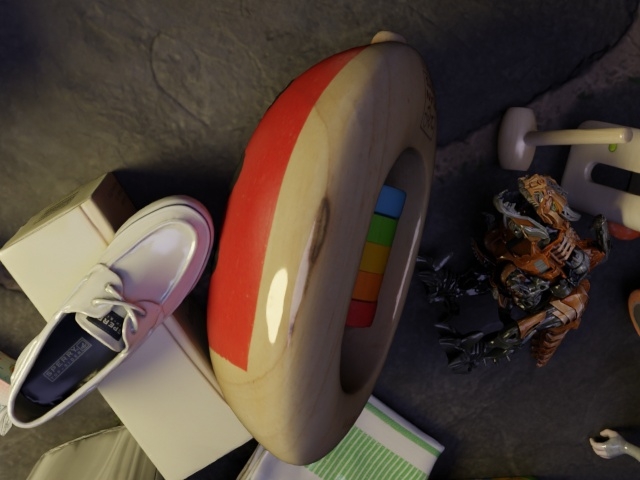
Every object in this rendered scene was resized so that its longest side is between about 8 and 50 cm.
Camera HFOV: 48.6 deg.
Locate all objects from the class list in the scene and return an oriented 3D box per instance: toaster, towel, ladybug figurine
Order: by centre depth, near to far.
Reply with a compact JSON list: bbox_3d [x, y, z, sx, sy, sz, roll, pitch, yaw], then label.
[{"bbox_3d":[0.000,0.000,0.742,0.161,0.305,0.450,15,88,22],"label":"ladybug figurine"},{"bbox_3d":[-0.267,0.312,0.829,0.226,0.146,0.129,-19,111,8],"label":"toaster"},{"bbox_3d":[-0.002,0.344,0.887,0.248,0.038,0.325,37,72,-18],"label":"towel"}]

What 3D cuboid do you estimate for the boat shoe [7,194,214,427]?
[{"bbox_3d":[-0.189,0.071,0.654,0.095,0.084,0.258,37,96,-17],"label":"boat shoe"}]

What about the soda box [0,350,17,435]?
[{"bbox_3d":[-0.420,0.145,0.817,0.183,0.058,0.063,37,97,-16],"label":"soda box"}]

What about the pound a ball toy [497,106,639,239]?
[{"bbox_3d":[0.358,-0.050,0.774,0.208,0.319,0.136,3,105,-26],"label":"pound a ball toy"}]

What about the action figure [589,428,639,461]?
[{"bbox_3d":[0.548,0.288,0.913,0.370,0.276,0.248,29,106,-29],"label":"action figure"}]

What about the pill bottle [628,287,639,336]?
[{"bbox_3d":[0.527,0.064,0.906,0.245,0.130,0.131,-20,108,-4],"label":"pill bottle"}]

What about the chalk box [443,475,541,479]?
[{"bbox_3d":[0.261,0.398,0.943,0.213,0.132,0.132,-1,88,-10],"label":"chalk box"}]

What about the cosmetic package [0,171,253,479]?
[{"bbox_3d":[-0.200,0.092,0.785,0.113,0.160,0.309,-31,109,0],"label":"cosmetic package"}]

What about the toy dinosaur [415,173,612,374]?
[{"bbox_3d":[0.238,0.065,0.828,0.218,0.164,0.322,-21,115,8],"label":"toy dinosaur"}]
